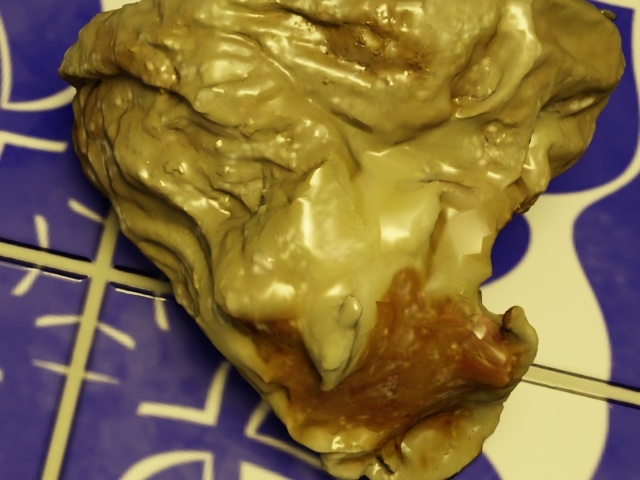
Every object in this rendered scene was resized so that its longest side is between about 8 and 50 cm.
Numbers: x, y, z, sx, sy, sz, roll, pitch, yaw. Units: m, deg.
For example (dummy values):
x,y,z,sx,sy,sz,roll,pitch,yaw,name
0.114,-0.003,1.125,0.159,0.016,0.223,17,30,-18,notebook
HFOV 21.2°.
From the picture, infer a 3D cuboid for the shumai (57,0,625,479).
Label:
x,y,z,sx,sy,sz,roll,pitch,yaw,name
0.000,0.000,0.930,0.314,0.267,0.262,2,84,18,shumai
